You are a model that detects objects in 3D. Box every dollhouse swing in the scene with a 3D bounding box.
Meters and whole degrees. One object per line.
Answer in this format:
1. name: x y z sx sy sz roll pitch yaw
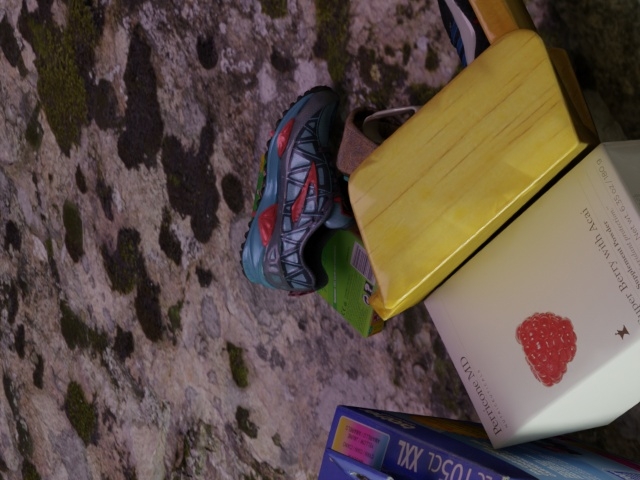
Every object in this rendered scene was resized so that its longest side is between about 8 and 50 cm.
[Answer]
1. dollhouse swing: 0.098 -0.147 1.736 0.315 0.347 0.305 -42 85 12

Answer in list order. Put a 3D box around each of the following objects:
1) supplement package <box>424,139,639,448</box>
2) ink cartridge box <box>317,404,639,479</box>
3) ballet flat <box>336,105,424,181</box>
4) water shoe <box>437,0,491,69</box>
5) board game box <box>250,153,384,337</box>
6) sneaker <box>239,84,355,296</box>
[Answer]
1. supplement package: 0.273 0.052 1.753 0.293 0.175 0.177 -46 62 43
2. ink cartridge box: 0.176 0.279 1.845 0.270 0.395 0.151 17 96 51
3. ballet flat: 0.121 -0.094 2.037 0.316 0.107 0.106 19 107 50
4. water shoe: 0.176 -0.216 1.940 0.080 0.073 0.203 153 98 -84
5. board game box: 0.000 0.000 2.316 0.259 0.039 0.124 41 135 34
6. sneaker: -0.003 -0.058 2.230 0.125 0.104 0.262 20 104 24
